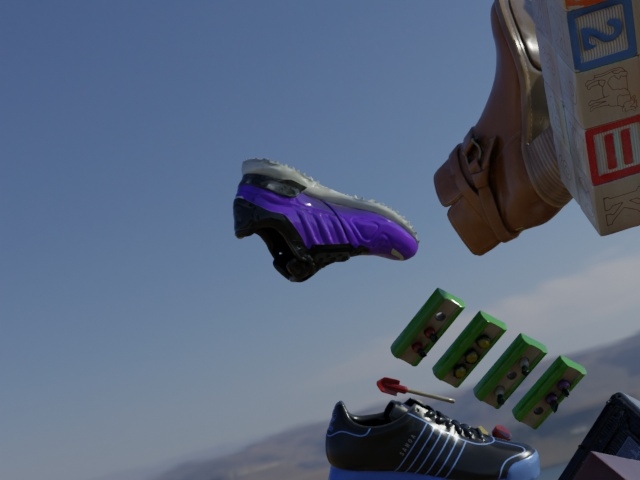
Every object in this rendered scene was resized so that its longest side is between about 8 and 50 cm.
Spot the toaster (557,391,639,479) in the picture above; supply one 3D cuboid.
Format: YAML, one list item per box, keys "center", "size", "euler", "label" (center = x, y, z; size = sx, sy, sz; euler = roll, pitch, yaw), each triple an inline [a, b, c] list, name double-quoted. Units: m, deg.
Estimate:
- center: [0.382, 0.295, 1.447]
  size: [0.110, 0.168, 0.186]
  euler: [23, 13, -28]
  label: "toaster"

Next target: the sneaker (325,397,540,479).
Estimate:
- center: [0.121, 0.214, 1.309]
  size: [0.232, 0.090, 0.081]
  euler: [0, 3, -7]
  label: "sneaker"

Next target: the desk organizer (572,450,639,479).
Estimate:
- center: [0.265, 0.214, 1.031]
  size: [0.130, 0.050, 0.047]
  euler: [19, -75, -45]
  label: "desk organizer"

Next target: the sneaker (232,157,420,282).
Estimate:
- center: [-0.001, 0.000, 1.774]
  size: [0.293, 0.146, 0.102]
  euler: [22, -18, -20]
  label: "sneaker"

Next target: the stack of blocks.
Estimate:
- center: [0.228, -0.167, 0.797]
  size: [0.171, 0.297, 0.087]
  euler: [-17, 32, 0]
  label: "stack of blocks"

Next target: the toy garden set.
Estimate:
- center: [0.196, 0.200, 1.615]
  size: [0.244, 0.049, 0.204]
  euler: [28, -66, -19]
  label: "toy garden set"

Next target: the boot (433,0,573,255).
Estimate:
- center: [0.219, -0.140, 1.491]
  size: [0.109, 0.283, 0.220]
  euler: [-2, -28, -38]
  label: "boot"
